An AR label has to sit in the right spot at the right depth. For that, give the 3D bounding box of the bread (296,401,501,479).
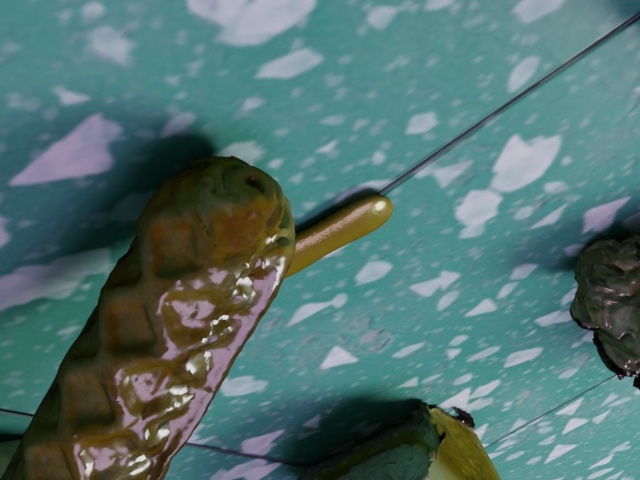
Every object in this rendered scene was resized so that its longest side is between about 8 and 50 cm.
[{"bbox_3d":[0.075,0.236,0.861,0.158,0.156,0.260,-32,148,14],"label":"bread"}]

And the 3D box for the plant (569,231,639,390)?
[{"bbox_3d":[0.231,0.048,0.720,0.104,0.116,0.122,-16,173,17],"label":"plant"}]

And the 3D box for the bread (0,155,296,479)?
[{"bbox_3d":[-0.118,0.118,0.518,0.084,0.077,0.367,12,114,-45],"label":"bread"}]

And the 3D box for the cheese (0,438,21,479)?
[{"bbox_3d":[-0.232,0.182,0.626,0.159,0.093,0.263,-42,144,17],"label":"cheese"}]

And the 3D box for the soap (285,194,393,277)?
[{"bbox_3d":[0.000,0.000,0.571,0.089,0.012,0.034,-28,150,11],"label":"soap"}]
